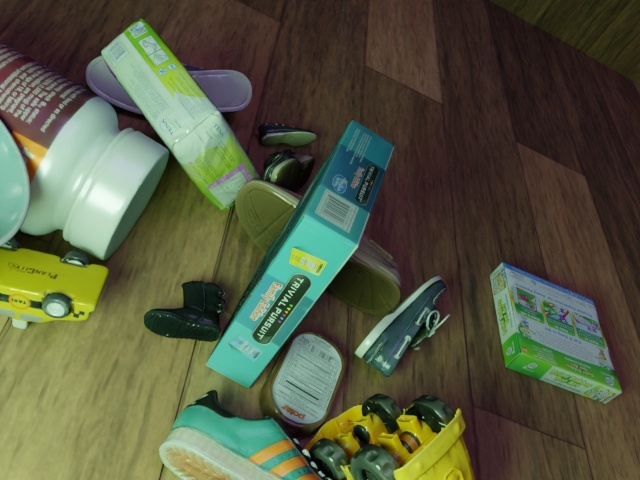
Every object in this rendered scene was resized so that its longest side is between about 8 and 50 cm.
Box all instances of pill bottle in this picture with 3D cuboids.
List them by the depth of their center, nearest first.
[{"bbox_3d":[-0.434,-0.145,1.007,0.392,0.224,0.224,29,39,-7],"label":"pill bottle"}]

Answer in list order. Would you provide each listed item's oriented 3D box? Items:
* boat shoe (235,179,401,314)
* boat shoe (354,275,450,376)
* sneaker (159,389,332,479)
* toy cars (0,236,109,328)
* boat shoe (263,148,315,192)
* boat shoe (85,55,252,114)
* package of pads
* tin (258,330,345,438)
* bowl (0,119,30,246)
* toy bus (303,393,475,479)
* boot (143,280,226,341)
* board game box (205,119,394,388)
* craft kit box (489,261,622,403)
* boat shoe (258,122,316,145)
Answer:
[{"bbox_3d":[0.000,0.000,1.266,0.341,0.122,0.110,38,33,-13],"label":"boat shoe"},{"bbox_3d":[0.159,0.145,1.240,0.079,0.095,0.254,43,41,12],"label":"boat shoe"},{"bbox_3d":[-0.050,0.298,0.922,0.302,0.108,0.121,32,43,-2],"label":"sneaker"},{"bbox_3d":[-0.458,0.089,0.865,0.394,0.087,0.176,-16,49,-40],"label":"toy cars"},{"bbox_3d":[-0.074,-0.132,1.355,0.074,0.080,0.223,21,17,11],"label":"boat shoe"},{"bbox_3d":[-0.298,-0.297,1.389,0.320,0.116,0.099,0,7,-28],"label":"boat shoe"},{"bbox_3d":[-0.220,-0.190,1.181,0.229,0.101,0.296,51,-4,19],"label":"package of pads"},{"bbox_3d":[-0.025,0.215,1.084,0.106,0.040,0.189,29,39,-1],"label":"tin"},{"bbox_3d":[-0.503,-0.067,0.779,0.311,0.163,0.311,41,26,-25],"label":"bowl"},{"bbox_3d":[0.111,0.332,0.969,0.149,0.220,0.211,-33,104,-37],"label":"toy bus"},{"bbox_3d":[-0.200,0.100,1.068,0.121,0.045,0.099,13,38,-15],"label":"boot"},{"bbox_3d":[-0.029,0.023,1.036,0.079,0.336,0.253,31,39,-5],"label":"board game box"},{"bbox_3d":[0.478,0.187,1.462,0.250,0.061,0.246,22,38,-16],"label":"craft kit box"},{"bbox_3d":[-0.068,-0.225,1.490,0.133,0.049,0.042,-4,61,-33],"label":"boat shoe"}]
